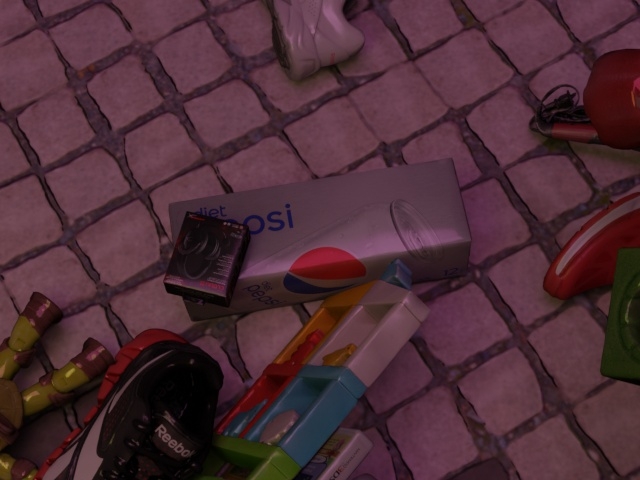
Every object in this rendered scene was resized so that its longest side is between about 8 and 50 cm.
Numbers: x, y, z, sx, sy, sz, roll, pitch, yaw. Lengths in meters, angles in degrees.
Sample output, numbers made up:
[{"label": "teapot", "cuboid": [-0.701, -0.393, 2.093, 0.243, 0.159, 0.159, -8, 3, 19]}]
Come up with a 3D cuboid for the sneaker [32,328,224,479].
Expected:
[{"label": "sneaker", "cuboid": [-0.174, 0.201, 1.160, 0.097, 0.135, 0.276, 42, 65, -27]}]

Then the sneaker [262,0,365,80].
[{"label": "sneaker", "cuboid": [-0.013, -0.287, 1.431, 0.115, 0.090, 0.232, -13, 74, -11]}]

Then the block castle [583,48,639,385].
[{"label": "block castle", "cuboid": [0.339, 0.083, 1.089, 0.303, 0.213, 0.453, 14, 81, -31]}]

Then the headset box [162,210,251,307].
[{"label": "headset box", "cuboid": [-0.106, 0.021, 1.209, 0.062, 0.032, 0.083, 14, 67, 8]}]

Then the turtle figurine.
[{"label": "turtle figurine", "cuboid": [-0.316, 0.151, 1.225, 0.269, 0.087, 0.217, 36, 71, 17]}]

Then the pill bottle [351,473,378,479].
[{"label": "pill bottle", "cuboid": [0.118, 0.352, 1.059, 0.334, 0.188, 0.188, 39, 72, 18]}]

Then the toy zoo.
[{"label": "toy zoo", "cuboid": [-0.011, 0.130, 1.174, 0.030, 0.192, 0.293, 46, 71, -13]}]

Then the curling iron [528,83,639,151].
[{"label": "curling iron", "cuboid": [0.348, -0.115, 1.324, 0.274, 0.035, 0.068, 10, 61, 22]}]

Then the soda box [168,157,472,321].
[{"label": "soda box", "cuboid": [0.000, 0.000, 1.282, 0.286, 0.091, 0.098, -9, 66, -2]}]

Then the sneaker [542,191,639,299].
[{"label": "sneaker", "cuboid": [0.334, 0.018, 1.266, 0.221, 0.087, 0.128, -34, 67, -12]}]

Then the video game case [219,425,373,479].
[{"label": "video game case", "cuboid": [-0.061, 0.234, 1.120, 0.023, 0.212, 0.193, 46, 72, -12]}]
